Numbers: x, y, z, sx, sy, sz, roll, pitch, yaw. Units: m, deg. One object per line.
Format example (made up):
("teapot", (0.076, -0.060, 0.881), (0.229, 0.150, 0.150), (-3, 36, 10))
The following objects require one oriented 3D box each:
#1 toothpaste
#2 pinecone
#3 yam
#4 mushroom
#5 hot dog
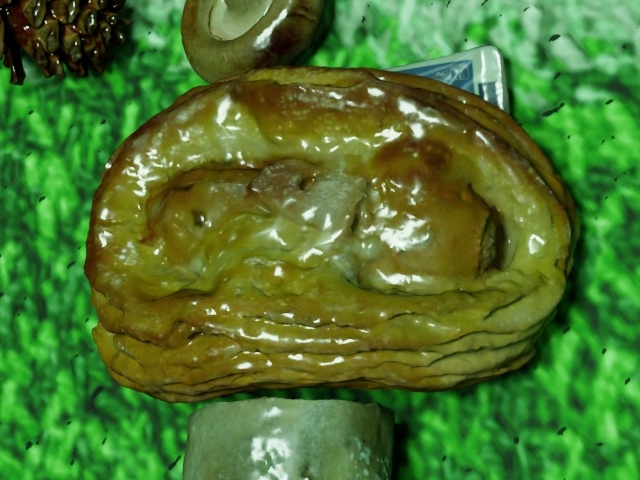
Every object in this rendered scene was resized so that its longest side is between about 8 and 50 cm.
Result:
("toothpaste", (0.008, -0.068, 0.975), (0.197, 0.035, 0.057), (-6, 88, 19))
("pinecone", (-0.167, -0.139, 1.033), (0.109, 0.102, 0.102), (4, 77, 15))
("yam", (-0.019, 0.178, 0.880), (0.107, 0.107, 0.194), (-4, 75, 22))
("mushroom", (-0.040, -0.152, 0.992), (0.088, 0.073, 0.129), (5, 110, 43))
("hot dog", (-0.003, -0.001, 0.906), (0.259, 0.114, 0.175), (-4, 63, 19))
